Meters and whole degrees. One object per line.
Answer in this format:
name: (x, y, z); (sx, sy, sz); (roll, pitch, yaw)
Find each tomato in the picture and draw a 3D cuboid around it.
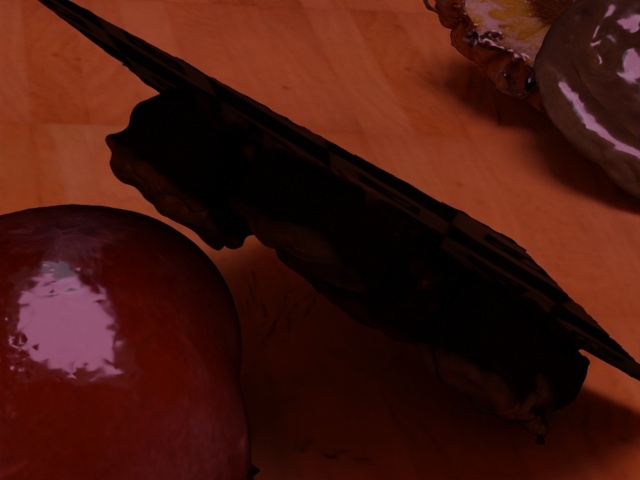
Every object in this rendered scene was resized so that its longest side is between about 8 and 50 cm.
tomato: (-0.127, 0.044, 0.840); (0.199, 0.112, 0.228); (-2, 24, -14)

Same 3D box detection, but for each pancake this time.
pancake: (0.249, -0.097, 1.232); (0.241, 0.050, 0.242); (9, 41, -7)

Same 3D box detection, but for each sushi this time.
sushi: (0.000, 0.000, 0.880); (0.294, 0.059, 0.292); (30, -4, 31)

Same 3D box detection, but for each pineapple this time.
pineapple: (0.172, -0.143, 1.328); (0.221, 0.047, 0.221); (12, 38, -10)
